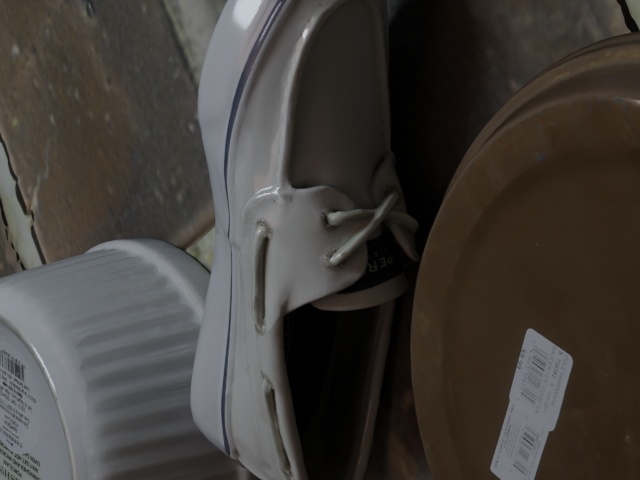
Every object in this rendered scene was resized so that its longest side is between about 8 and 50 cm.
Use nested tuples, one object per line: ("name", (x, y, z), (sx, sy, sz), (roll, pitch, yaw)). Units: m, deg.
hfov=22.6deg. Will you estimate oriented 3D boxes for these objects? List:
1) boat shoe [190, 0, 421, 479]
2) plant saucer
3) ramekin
("boat shoe", (0.000, 0.000, 0.703), (0.088, 0.096, 0.267), (33, 123, 39))
("plant saucer", (0.125, 0.061, 0.602), (0.278, 0.041, 0.278), (16, 111, 49))
("ramekin", (-0.129, 0.106, 0.873), (0.207, 0.109, 0.207), (14, 108, 50))
